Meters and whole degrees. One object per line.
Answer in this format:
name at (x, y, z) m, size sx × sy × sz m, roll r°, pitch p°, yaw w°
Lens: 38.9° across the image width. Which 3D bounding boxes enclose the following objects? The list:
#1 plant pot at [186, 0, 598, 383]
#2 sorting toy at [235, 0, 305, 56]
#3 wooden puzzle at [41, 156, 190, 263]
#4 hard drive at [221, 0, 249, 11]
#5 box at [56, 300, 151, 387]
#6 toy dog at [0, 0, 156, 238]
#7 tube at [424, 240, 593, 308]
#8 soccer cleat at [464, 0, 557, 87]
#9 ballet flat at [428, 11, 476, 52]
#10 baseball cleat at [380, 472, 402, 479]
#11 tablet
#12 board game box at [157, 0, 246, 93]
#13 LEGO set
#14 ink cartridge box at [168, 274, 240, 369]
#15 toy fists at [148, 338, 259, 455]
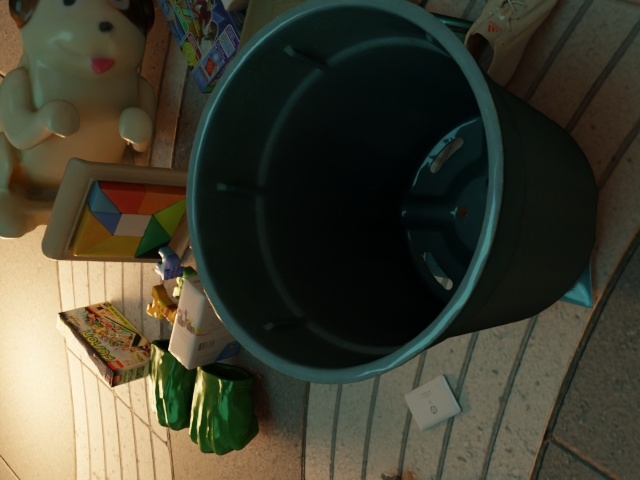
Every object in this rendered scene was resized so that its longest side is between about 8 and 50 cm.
plant pot at (0.101, -0.038, 0.918) m, size 0.341 × 0.334 × 0.341 m, roll -3°, pitch 85°, yaw 37°
sorting toy at (-0.037, -0.199, 1.223) m, size 0.229 × 0.041 × 0.307 m, roll 10°, pitch 85°, yaw 43°
wooden puzzle at (-0.314, -0.034, 1.483) m, size 0.221 × 0.238 × 0.044 m, roll -59°, pitch 37°, yaw 38°
hard drive at (-0.123, -0.543, 1.288) m, size 0.233 × 0.047 × 0.353 m, roll -32°, pitch 75°, yaw 46°
box at (-0.398, 0.192, 1.712) m, size 0.207 × 0.114 × 0.036 m, roll 36°, pitch 124°, yaw 35°
toy dog at (-0.401, -0.254, 1.524) m, size 0.395 × 0.284 × 0.408 m, roll -110°, pitch 33°, yaw -48°
tube at (0.221, 0.027, 1.060) m, size 0.207 × 0.052 × 0.080 m, roll 6°, pitch 111°, yaw 41°
soccer cleat at (0.205, -0.244, 0.984) m, size 0.068 × 0.076 × 0.196 m, roll 42°, pitch 127°, yaw 32°
ballet flat at (0.073, -0.254, 1.094) m, size 0.247 × 0.083 × 0.087 m, roll 28°, pitch 114°, yaw 25°
baseball cleat at (0.087, 0.414, 1.291) m, size 0.109 × 0.072 × 0.206 m, roll 43°, pitch 134°, yaw 15°
tablet at (0.149, 0.217, 1.209) m, size 0.083 × 0.006 × 0.054 m, roll -40°, pitch 70°, yaw 45°
board game box at (-0.181, -0.350, 1.405) m, size 0.136 × 0.035 × 0.201 m, roll -40°, pitch 70°, yaw 45°
LEGO set at (-0.230, 0.093, 1.528) m, size 0.093 × 0.087 × 0.227 m, roll 41°, pitch 128°, yaw 34°
ink cartridge box at (-0.170, 0.108, 1.453) m, size 0.061 × 0.104 × 0.181 m, roll 38°, pitch 124°, yaw 34°
toy fists at (-0.203, 0.267, 1.538) m, size 0.279 × 0.096 × 0.142 m, roll 16°, pitch 101°, yaw 46°
